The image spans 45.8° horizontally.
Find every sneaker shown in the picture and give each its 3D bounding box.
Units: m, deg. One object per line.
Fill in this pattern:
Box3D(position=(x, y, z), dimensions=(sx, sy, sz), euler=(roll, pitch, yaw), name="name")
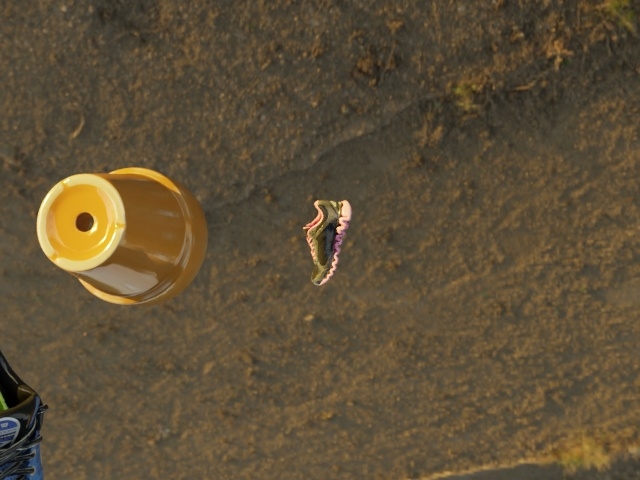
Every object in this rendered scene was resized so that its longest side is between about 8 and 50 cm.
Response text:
Box3D(position=(-0.361, 0.235, 0.813), dimensions=(0.130, 0.330, 0.147), euler=(-20, 175, -44), name="sneaker")
Box3D(position=(0.000, 0.000, 1.003), dimensions=(0.057, 0.047, 0.119), euler=(12, 100, -17), name="sneaker")

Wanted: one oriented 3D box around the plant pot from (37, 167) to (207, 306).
Box3D(position=(-0.287, -0.012, 1.062), dimensions=(0.205, 0.205, 0.188), euler=(-1, 174, 13), name="plant pot")
